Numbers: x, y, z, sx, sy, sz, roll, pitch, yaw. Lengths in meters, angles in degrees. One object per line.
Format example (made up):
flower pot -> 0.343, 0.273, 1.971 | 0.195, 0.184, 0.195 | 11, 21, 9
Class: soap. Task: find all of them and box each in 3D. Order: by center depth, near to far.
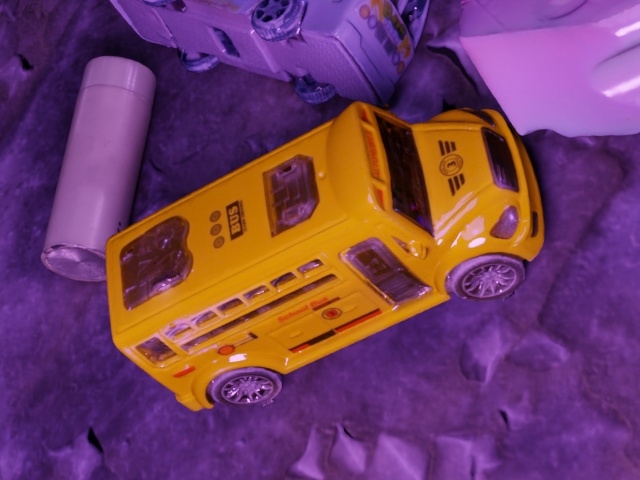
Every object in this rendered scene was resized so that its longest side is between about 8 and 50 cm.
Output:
soap -> 0.266, -0.189, 1.238 | 0.324, 0.109, 0.193 | -20, 37, 24

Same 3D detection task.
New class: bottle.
bottle -> -0.199, -0.066, 1.557 | 0.072, 0.072, 0.201 | -9, 59, 32

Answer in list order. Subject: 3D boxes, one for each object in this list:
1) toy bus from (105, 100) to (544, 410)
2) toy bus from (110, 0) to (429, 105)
toy bus -> 0.000, 0.000, 1.316 | 0.330, 0.152, 0.144 | -26, 50, 21
toy bus -> -0.050, -0.217, 1.524 | 0.329, 0.109, 0.136 | 20, 65, 41
